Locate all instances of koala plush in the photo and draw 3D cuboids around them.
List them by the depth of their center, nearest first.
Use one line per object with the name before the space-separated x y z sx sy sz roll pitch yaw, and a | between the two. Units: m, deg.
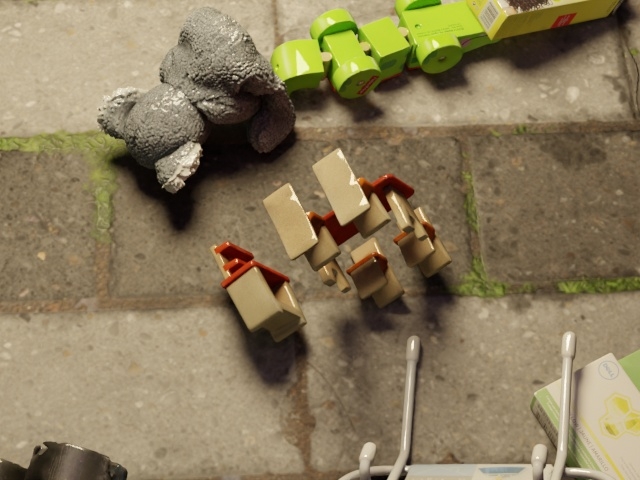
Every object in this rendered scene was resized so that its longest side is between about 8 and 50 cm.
koala plush | -0.176 -0.182 2.006 0.221 0.203 0.196 -41 71 -9

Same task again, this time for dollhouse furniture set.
dollhouse furniture set | 0.000 0.000 1.885 0.259 0.262 0.135 -34 63 15

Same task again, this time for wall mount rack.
wall mount rack | 0.186 0.231 1.800 0.350 0.131 0.304 -2 21 17

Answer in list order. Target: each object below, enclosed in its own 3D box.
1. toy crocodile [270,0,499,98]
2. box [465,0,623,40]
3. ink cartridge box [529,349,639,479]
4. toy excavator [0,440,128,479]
toy crocodile | 0.094 -0.269 2.113 0.340 0.105 0.115 -18 64 -17
box | 0.324 -0.350 2.147 0.232 0.058 0.087 -16 64 -32
ink cartridge box | 0.406 0.218 1.892 0.235 0.056 0.171 -26 66 -14
toy excavator | -0.176 0.412 1.678 0.432 0.445 0.222 -10 54 39
